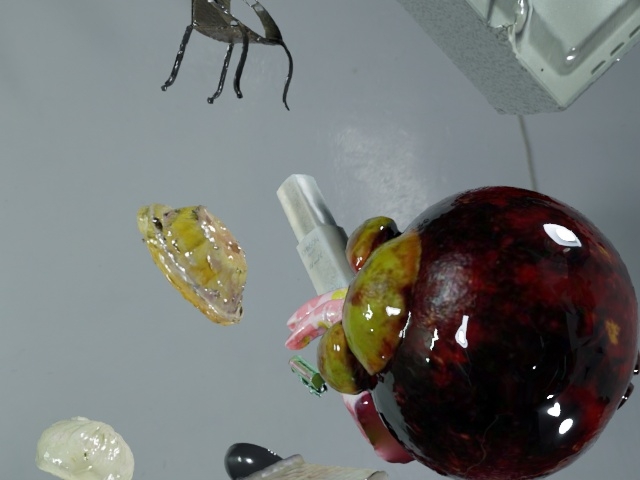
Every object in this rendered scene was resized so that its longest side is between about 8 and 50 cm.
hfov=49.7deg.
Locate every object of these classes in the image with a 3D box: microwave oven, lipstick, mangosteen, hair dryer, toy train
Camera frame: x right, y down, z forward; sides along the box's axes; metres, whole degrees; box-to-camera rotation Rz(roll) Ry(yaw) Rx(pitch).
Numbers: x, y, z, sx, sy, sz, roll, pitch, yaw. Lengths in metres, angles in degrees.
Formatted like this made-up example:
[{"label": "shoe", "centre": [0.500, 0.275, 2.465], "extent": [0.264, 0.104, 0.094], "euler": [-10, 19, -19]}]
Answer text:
[{"label": "microwave oven", "centre": [0.272, -0.431, 1.073], "extent": [0.236, 0.374, 0.432], "euler": [-45, 98, 5]}, {"label": "lipstick", "centre": [0.000, 0.000, 1.212], "extent": [0.079, 0.077, 0.253], "euler": [-47, 57, 34]}, {"label": "mangosteen", "centre": [0.104, 0.058, 0.460], "extent": [0.209, 0.210, 0.210], "euler": [0, 87, -2]}, {"label": "hair dryer", "centre": [-0.111, 0.549, 1.353], "extent": [0.284, 0.320, 0.156], "euler": [-27, 117, 31]}, {"label": "toy train", "centre": [-0.027, 0.325, 1.646], "extent": [0.038, 0.148, 0.071], "euler": [-31, 110, -17]}]

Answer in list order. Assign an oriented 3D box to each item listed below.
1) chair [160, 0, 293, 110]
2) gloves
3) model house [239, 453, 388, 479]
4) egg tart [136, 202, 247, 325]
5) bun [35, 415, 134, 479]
[{"label": "chair", "centre": [-0.128, -0.297, 0.975], "extent": [0.149, 0.174, 0.213], "euler": [6, 94, 30]}, {"label": "gloves", "centre": [0.050, 0.106, 0.689], "extent": [0.145, 0.241, 0.126], "euler": [32, 112, -23]}, {"label": "model house", "centre": [-0.044, 0.488, 1.020], "extent": [0.243, 0.284, 0.299], "euler": [-8, 93, -46]}, {"label": "egg tart", "centre": [-0.269, 0.034, 1.583], "extent": [0.150, 0.352, 0.352], "euler": [-39, 89, 5]}, {"label": "bun", "centre": [-0.258, 0.235, 0.764], "extent": [0.115, 0.115, 0.069], "euler": [25, 63, 0]}]
